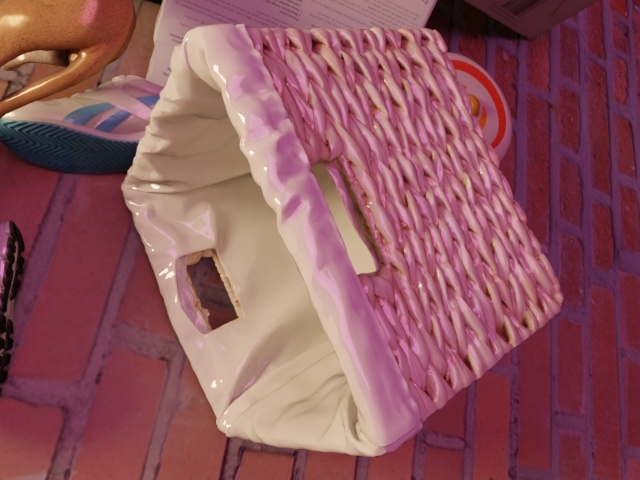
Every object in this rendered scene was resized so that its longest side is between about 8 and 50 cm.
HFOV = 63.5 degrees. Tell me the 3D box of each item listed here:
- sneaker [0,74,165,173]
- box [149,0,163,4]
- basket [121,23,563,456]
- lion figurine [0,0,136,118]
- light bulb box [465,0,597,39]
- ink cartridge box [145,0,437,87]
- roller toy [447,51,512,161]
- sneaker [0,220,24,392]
[{"bbox_3d":[-0.243,-0.136,0.593,0.228,0.087,0.092,-5,69,-32],"label":"sneaker"},{"bbox_3d":[-0.219,-0.415,0.685,0.147,0.077,0.180,6,73,-25],"label":"box"},{"bbox_3d":[0.000,0.000,0.532,0.266,0.331,0.328,-22,86,-32],"label":"basket"},{"bbox_3d":[-0.236,-0.278,0.481,0.240,0.142,0.392,-4,92,4],"label":"lion figurine"},{"bbox_3d":[0.345,-0.594,0.884,0.358,0.225,0.361,-8,78,-50],"label":"light bulb box"},{"bbox_3d":[-0.030,-0.293,0.672,0.324,0.330,0.071,15,27,-24],"label":"ink cartridge box"},{"bbox_3d":[0.181,-0.172,0.779,0.191,0.146,0.209,46,61,-8],"label":"roller toy"},{"bbox_3d":[-0.345,0.081,0.483,0.094,0.081,0.208,5,67,-18],"label":"sneaker"}]
